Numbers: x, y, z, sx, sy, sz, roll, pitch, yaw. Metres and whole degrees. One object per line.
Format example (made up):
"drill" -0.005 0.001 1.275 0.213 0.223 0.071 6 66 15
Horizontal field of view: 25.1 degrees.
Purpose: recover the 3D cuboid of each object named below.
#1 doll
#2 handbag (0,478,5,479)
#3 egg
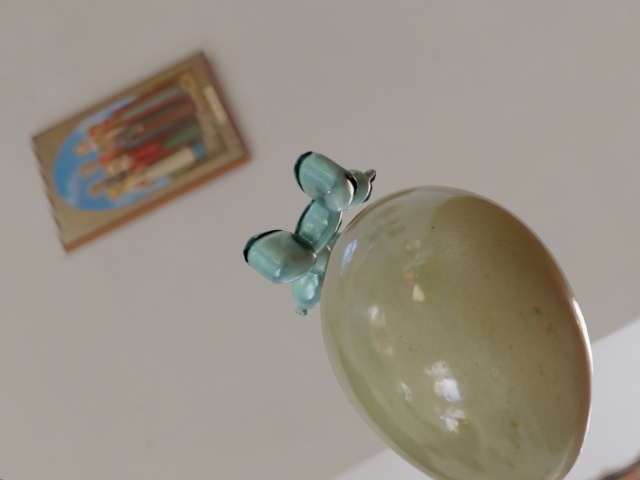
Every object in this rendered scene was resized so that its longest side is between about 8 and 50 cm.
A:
"doll" 0.000 0.000 1.328 0.059 0.159 0.158 34 -166 28
"handbag" -0.280 0.420 1.269 0.416 0.317 0.180 38 152 7
"egg" 0.105 0.077 1.084 0.253 0.188 0.188 59 -179 12
